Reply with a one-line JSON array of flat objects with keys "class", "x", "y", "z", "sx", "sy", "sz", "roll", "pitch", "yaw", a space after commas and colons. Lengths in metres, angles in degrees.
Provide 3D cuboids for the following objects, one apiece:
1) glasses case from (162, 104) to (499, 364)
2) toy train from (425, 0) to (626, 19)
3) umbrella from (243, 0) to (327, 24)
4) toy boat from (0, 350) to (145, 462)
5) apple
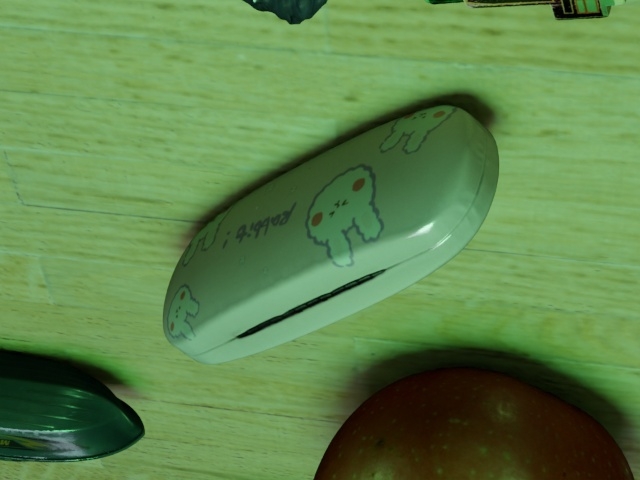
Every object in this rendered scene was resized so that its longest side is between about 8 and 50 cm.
[{"class": "glasses case", "x": 0.000, "y": 0.000, "z": 1.175, "sx": 0.075, "sy": 0.113, "sz": 0.297, "roll": 36, "pitch": 136, "yaw": -29}, {"class": "toy train", "x": 0.110, "y": -0.166, "z": 0.988, "sx": 0.138, "sy": 0.050, "sz": 0.087, "roll": 0, "pitch": 146, "yaw": 19}, {"class": "umbrella", "x": -0.101, "y": -0.202, "z": 0.989, "sx": 0.248, "sy": 0.071, "sz": 0.071, "roll": 29, "pitch": 139, "yaw": -20}, {"class": "toy boat", "x": -0.267, "y": 0.146, "z": 1.451, "sx": 0.246, "sy": 0.093, "sz": 0.103, "roll": 7, "pitch": 134, "yaw": 8}, {"class": "apple", "x": 0.120, "y": 0.222, "z": 1.331, "sx": 0.260, "sy": 0.216, "sz": 0.260, "roll": 8, "pitch": 140, "yaw": 7}]
